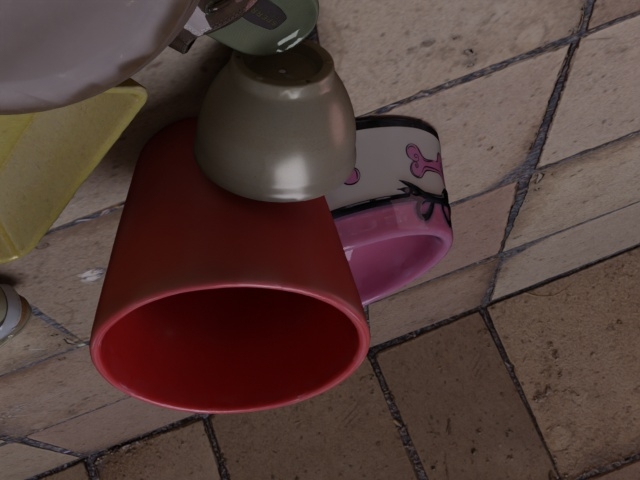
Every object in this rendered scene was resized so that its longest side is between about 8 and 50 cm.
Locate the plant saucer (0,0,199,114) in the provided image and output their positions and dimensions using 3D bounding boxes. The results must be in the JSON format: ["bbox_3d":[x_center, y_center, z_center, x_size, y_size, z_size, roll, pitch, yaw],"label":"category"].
[{"bbox_3d":[-0.191,-0.179,0.619,0.278,0.041,0.277,-16,143,-12],"label":"plant saucer"}]

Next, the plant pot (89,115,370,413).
[{"bbox_3d":[-0.098,0.016,1.043,0.275,0.243,0.275,-4,146,-3],"label":"plant pot"}]

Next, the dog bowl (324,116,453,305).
[{"bbox_3d":[0.000,0.000,1.359,0.408,0.150,0.408,-19,162,-6],"label":"dog bowl"}]

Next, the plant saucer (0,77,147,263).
[{"bbox_3d":[-0.363,-0.069,0.836,0.333,0.081,0.333,-7,158,-39],"label":"plant saucer"}]

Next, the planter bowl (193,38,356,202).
[{"bbox_3d":[-0.039,-0.128,0.949,0.162,0.162,0.109,-13,134,-24],"label":"planter bowl"}]

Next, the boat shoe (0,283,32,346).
[{"bbox_3d":[-0.509,0.153,1.279,0.302,0.113,0.103,-27,158,11],"label":"boat shoe"}]

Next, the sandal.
[{"bbox_3d":[-0.085,-0.192,0.776,0.120,0.086,0.303,-31,161,28],"label":"sandal"}]
